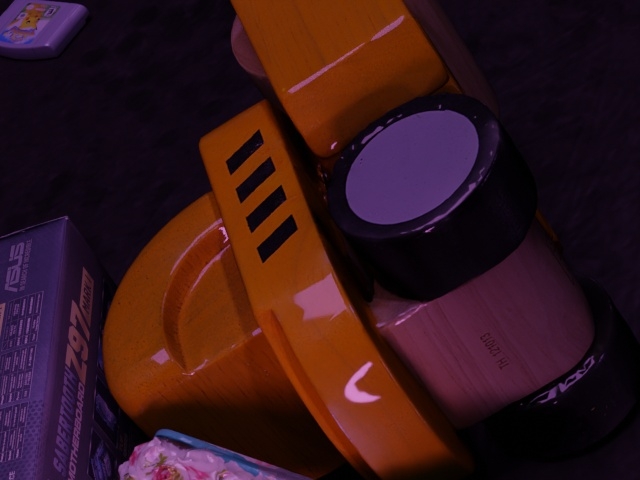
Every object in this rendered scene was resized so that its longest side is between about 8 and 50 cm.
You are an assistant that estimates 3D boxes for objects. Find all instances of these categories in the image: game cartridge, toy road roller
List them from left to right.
[{"bbox_3d":[-0.226,-0.165,1.486,0.083,0.017,0.056,10,57,38],"label":"game cartridge"},{"bbox_3d":[0.000,0.000,1.029,0.240,0.202,0.329,-31,41,8],"label":"toy road roller"}]

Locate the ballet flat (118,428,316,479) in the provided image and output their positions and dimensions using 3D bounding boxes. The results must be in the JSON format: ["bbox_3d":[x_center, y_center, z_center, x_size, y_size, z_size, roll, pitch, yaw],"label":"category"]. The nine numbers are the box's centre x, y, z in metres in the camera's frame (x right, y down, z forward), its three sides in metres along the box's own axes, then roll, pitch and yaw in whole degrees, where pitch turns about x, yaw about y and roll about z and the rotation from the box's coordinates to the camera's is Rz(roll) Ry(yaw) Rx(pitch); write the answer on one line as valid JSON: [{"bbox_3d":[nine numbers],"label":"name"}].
[{"bbox_3d":[0.012,0.159,0.911,0.241,0.091,0.077,14,67,10],"label":"ballet flat"}]

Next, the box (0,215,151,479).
[{"bbox_3d":[-0.121,0.130,0.975,0.059,0.183,0.233,-18,42,14],"label":"box"}]
